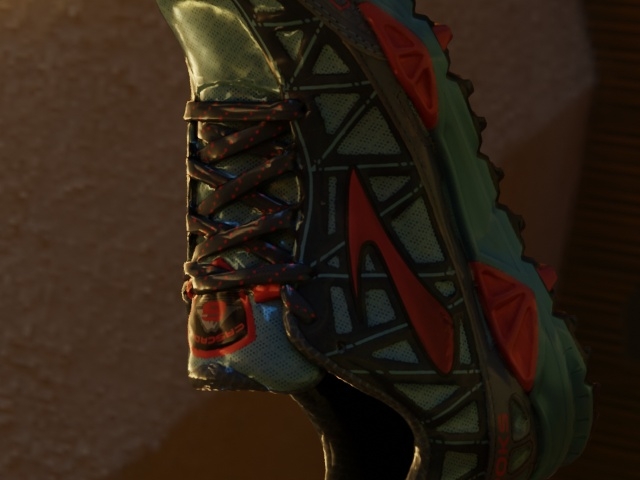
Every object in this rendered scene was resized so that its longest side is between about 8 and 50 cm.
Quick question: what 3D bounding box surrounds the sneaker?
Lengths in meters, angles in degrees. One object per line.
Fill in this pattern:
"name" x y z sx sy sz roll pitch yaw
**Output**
"sneaker" 0.000 0.000 0.686 0.125 0.104 0.262 -37 -75 -27
